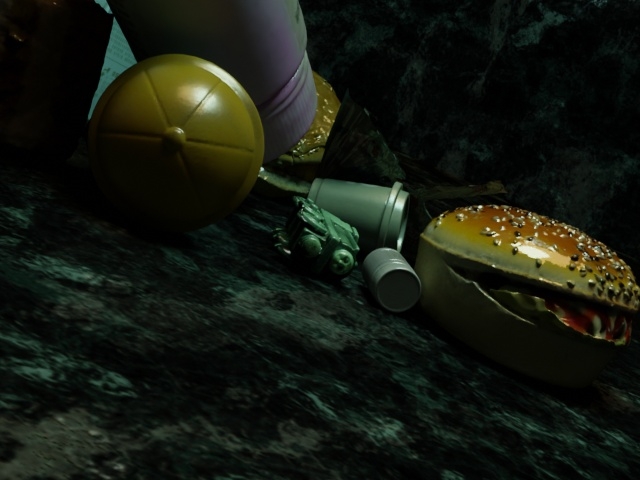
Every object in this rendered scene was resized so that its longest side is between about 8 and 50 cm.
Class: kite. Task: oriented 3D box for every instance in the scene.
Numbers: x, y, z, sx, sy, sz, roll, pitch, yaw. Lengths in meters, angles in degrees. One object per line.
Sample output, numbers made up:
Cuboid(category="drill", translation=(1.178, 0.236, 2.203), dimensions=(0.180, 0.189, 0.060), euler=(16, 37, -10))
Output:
Cuboid(category="kite", translation=(0.109, -0.064, 1.577), dimensions=(0.368, 0.014, 0.406), euler=(-4, -44, 39))

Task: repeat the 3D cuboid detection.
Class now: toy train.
Cuboid(category="toy train", translation=(0.000, 0.000, 1.339), dimensions=(0.111, 0.071, 0.170), euler=(29, 10, -12))

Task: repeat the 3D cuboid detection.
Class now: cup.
Cuboid(category="cup", translation=(0.051, -0.034, 1.526), dimensions=(0.141, 0.120, 0.120), euler=(12, 8, 11))

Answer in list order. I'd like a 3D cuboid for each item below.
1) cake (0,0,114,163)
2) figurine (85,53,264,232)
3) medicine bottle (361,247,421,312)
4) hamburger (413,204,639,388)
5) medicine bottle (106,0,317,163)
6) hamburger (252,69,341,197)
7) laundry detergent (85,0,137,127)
Cuboid(category="cake", translation=(-0.408, -0.224, 1.226), dimensions=(0.293, 0.198, 0.196), euler=(12, 20, -33))
Cuboid(category="figurine", translation=(-0.184, -0.105, 1.203), dimensions=(0.167, 0.192, 0.257), euler=(-21, 11, -33))
Cuboid(category="medicine bottle", translation=(0.085, 0.047, 1.306), dimensions=(0.058, 0.058, 0.091), euler=(22, 11, -13))
Cuboid(category="hamburger", translation=(0.258, 0.055, 1.333), dimensions=(0.300, 0.176, 0.300), euler=(21, 11, -4))
Cuboid(category="medicine bottle", translation=(-0.133, -0.277, 1.308), dimensions=(0.219, 0.219, 0.388), euler=(30, -20, 29))
Cuboid(category="hamburger", translation=(-0.073, -0.199, 1.732), dimensions=(0.265, 0.134, 0.285), euler=(3, 40, -42))
Cuboid(category="laundry detergent", translation=(-0.375, -0.337, 1.574), dimensions=(0.305, 0.287, 0.287), euler=(27, 11, 16))
